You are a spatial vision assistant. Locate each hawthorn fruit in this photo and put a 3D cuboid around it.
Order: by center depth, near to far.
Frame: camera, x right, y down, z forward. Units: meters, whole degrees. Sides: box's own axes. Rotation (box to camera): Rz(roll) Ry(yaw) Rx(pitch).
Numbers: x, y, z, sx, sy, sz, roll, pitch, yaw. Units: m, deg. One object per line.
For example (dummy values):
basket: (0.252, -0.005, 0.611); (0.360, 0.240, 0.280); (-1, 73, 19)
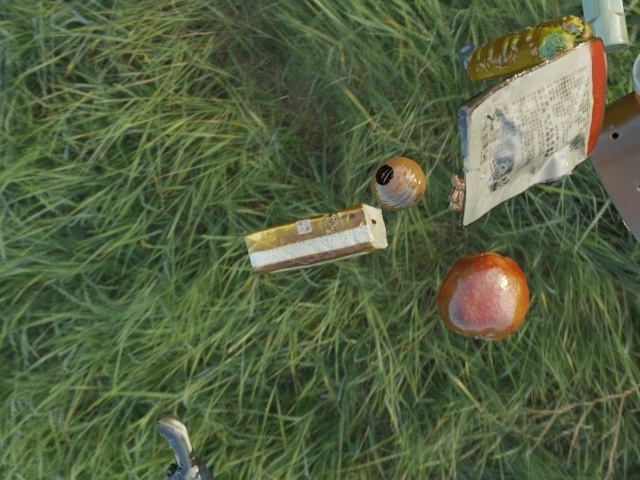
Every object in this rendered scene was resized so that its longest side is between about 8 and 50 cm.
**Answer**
hawthorn fruit: (0.210, 0.072, 0.858); (0.128, 0.128, 0.128); (6, 112, 14)

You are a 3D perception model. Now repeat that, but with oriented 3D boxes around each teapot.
teapot: (0.349, -0.412, 1.518); (0.066, 0.088, 0.057); (-36, 135, 18)

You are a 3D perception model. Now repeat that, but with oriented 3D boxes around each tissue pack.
tissue pack: (0.000, 0.000, 1.207); (0.226, 0.183, 0.092); (-15, 89, 14)

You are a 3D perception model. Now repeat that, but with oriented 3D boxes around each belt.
belt: (0.589, -0.100, 1.196); (0.122, 0.217, 0.338); (-29, 112, 31)

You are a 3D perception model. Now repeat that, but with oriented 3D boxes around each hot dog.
hot dog: (0.355, -0.330, 1.147); (0.115, 0.269, 0.072); (-19, 100, -22)

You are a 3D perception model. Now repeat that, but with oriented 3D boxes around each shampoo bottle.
shampoo bottle: (0.653, -0.559, 1.545); (0.087, 0.118, 0.234); (-9, 92, 22)

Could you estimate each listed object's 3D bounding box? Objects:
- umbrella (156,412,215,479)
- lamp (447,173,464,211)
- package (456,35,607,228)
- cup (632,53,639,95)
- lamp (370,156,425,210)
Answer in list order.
umbrella: (-0.152, 0.311, 0.808); (0.071, 0.071, 0.248); (3, 123, 15)
lamp: (0.313, -0.106, 1.520); (0.031, 0.063, 0.083); (4, 85, 49)
package: (0.239, -0.119, 0.737); (0.030, 0.239, 0.154); (36, 145, 47)
cup: (0.924, -0.317, 1.658); (0.253, 0.253, 0.371); (-11, 141, 20)
lamp: (0.191, -0.138, 1.633); (0.136, 0.136, 0.136); (6, 112, 14)
